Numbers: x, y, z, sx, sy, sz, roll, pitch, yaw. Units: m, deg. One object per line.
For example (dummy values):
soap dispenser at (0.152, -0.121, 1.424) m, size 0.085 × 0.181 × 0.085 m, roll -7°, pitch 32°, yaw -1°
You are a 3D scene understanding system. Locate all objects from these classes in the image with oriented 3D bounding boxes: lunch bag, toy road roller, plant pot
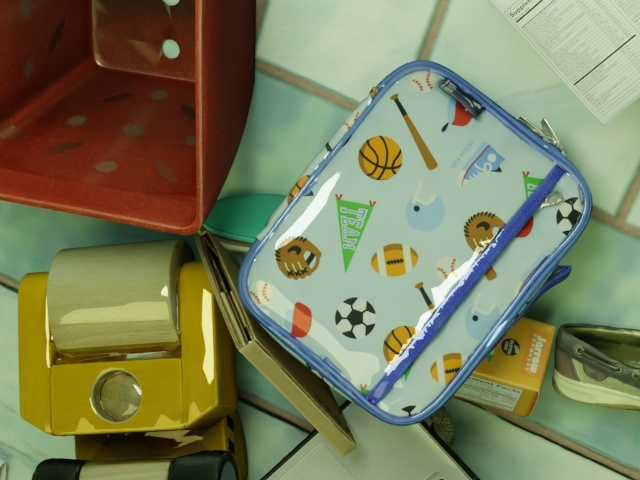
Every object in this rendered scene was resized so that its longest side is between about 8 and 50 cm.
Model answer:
lunch bag at (0.092, 0.002, 1.373) m, size 0.243 × 0.115 × 0.303 m, roll 40°, pitch 88°, yaw 2°
toy road roller at (-0.175, 0.172, 1.586) m, size 0.202 × 0.240 × 0.330 m, roll -4°, pitch 85°, yaw 11°
plant pot at (-0.183, -0.190, 1.384) m, size 0.267 × 0.236 × 0.267 m, roll 11°, pitch 117°, yaw 17°

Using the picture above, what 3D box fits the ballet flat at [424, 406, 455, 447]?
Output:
ballet flat at (0.073, 0.138, 1.539) m, size 0.073 × 0.067 × 0.206 m, roll -25°, pitch 103°, yaw 31°

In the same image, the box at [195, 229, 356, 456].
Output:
box at (-0.043, 0.099, 1.473) m, size 0.021 × 0.164 × 0.201 m, roll -34°, pitch 133°, yaw 6°

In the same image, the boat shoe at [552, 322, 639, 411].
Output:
boat shoe at (0.322, 0.118, 1.423) m, size 0.223 × 0.080 × 0.073 m, roll 4°, pitch 121°, yaw 25°

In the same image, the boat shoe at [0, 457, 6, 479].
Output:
boat shoe at (-0.415, 0.350, 1.827) m, size 0.075 × 0.083 × 0.226 m, roll 15°, pitch 118°, yaw 16°

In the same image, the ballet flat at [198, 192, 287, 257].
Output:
ballet flat at (0.000, 0.000, 1.499) m, size 0.248 × 0.086 × 0.086 m, roll -2°, pitch 114°, yaw 22°

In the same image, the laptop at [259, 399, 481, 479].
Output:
laptop at (0.040, 0.424, 1.511) m, size 0.408 × 0.236 × 0.382 m, roll 47°, pitch 129°, yaw 4°

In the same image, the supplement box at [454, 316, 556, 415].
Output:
supplement box at (0.102, 0.093, 1.466) m, size 0.233 × 0.078 × 0.080 m, roll 16°, pitch 153°, yaw 2°

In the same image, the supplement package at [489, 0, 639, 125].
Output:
supplement package at (0.228, -0.238, 1.221) m, size 0.203 × 0.194 × 0.149 m, roll 47°, pitch 121°, yaw -5°
